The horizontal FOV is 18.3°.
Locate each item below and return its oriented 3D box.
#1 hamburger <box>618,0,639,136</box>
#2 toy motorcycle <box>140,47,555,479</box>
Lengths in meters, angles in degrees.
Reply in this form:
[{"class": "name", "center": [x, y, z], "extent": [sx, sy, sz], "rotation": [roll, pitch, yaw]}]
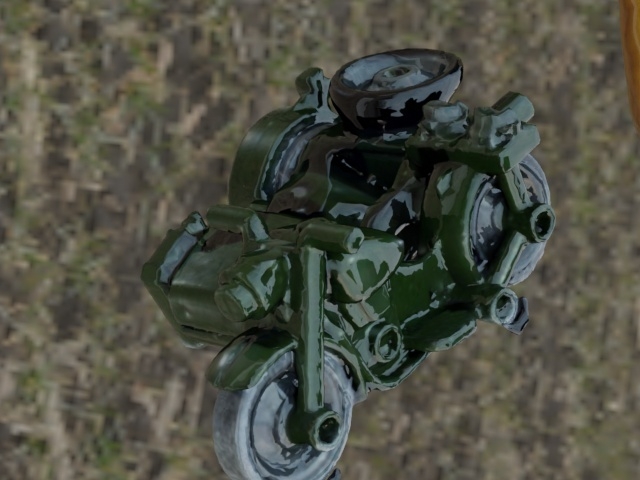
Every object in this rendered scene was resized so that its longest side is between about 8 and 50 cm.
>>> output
[{"class": "hamburger", "center": [0.301, -0.179, 1.407], "extent": [0.246, 0.170, 0.246], "rotation": [0, 90, -74]}, {"class": "toy motorcycle", "center": [0.000, 0.000, 0.999], "extent": [0.275, 0.205, 0.127], "rotation": [-40, 125, -34]}]
